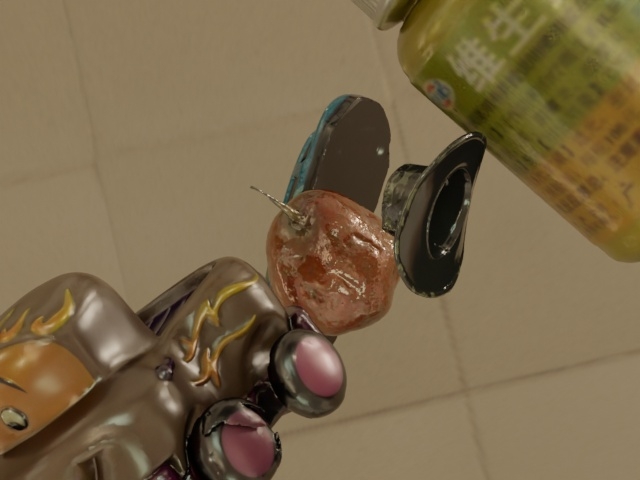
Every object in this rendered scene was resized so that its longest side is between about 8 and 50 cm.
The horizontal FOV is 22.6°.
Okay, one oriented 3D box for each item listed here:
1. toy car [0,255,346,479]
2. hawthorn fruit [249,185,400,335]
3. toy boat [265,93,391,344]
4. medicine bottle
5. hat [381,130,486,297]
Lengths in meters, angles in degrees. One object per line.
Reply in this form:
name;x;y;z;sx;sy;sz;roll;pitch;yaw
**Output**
toy car;-0.162;0.126;1.375;0.240;0.271;0.340;52;41;-8
hawthorn fruit;0.014;0.012;1.638;0.149;0.189;0.149;-2;53;3
toy boat;-0.011;-0.027;1.832;0.092;0.134;0.298;7;75;37
medicine bottle;0.168;-0.183;1.240;0.384;0.224;0.224;42;78;2
hat;0.069;-0.021;1.062;0.050;0.121;0.121;16;75;27
